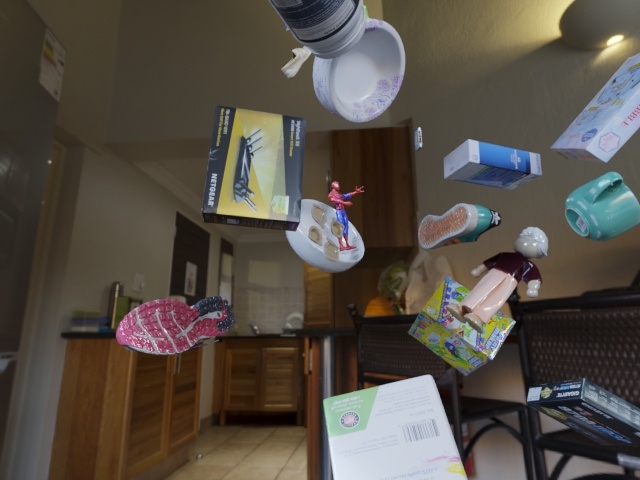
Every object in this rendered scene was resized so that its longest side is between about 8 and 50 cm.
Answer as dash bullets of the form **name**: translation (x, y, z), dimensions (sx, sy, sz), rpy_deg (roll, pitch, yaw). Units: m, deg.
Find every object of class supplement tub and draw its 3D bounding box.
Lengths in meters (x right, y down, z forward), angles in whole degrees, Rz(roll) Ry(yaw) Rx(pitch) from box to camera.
- **supplement tub**: translation (-0.018, -0.571, 0.911), dimensions (0.191, 0.191, 0.272), rpy_deg (-6, -16, 25)

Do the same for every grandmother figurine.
- **grandmother figurine**: translation (0.518, 0.100, 1.125), dimensions (0.207, 0.342, 0.104), rpy_deg (33, -13, 48)

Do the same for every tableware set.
- **tableware set**: translation (0.017, -0.023, 1.188), dimensions (0.020, 0.169, 0.141), rpy_deg (-24, -48, 38)

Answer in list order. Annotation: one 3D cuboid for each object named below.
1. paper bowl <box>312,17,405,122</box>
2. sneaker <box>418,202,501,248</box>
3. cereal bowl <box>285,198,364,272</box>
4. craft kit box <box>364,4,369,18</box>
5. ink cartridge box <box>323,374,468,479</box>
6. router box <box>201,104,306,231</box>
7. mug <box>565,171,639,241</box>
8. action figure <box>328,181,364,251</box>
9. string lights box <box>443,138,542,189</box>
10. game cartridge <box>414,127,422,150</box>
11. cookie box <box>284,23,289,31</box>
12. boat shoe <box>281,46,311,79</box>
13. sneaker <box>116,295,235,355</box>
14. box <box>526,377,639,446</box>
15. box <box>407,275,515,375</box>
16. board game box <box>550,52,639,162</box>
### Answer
- **paper bowl**: translation (0.103, -0.514, 1.210), dimensions (0.284, 0.284, 0.148), rpy_deg (13, 22, -44)
- **sneaker**: translation (0.392, -0.030, 1.164), dimensions (0.121, 0.108, 0.302), rpy_deg (6, -10, -13)
- **cereal bowl**: translation (0.000, 0.000, 1.597), dimensions (0.338, 0.339, 0.141), rpy_deg (11, -50, -38)
- **craft kit box**: translation (0.166, -0.768, 1.615), dimensions (0.060, 0.250, 0.246), rpy_deg (-19, 14, -5)
- **ink cartridge box**: translation (0.137, 0.423, 0.638), dimensions (0.207, 0.354, 0.119), rpy_deg (-15, -43, 6)
- **router box**: translation (-0.169, -0.188, 1.058), dimensions (0.242, 0.309, 0.081), rpy_deg (5, -18, -10)
- **mug**: translation (0.603, -0.075, 0.881), dimensions (0.097, 0.158, 0.129), rpy_deg (-30, 15, 8)
- **action figure**: translation (0.113, -0.110, 1.593), dimensions (0.139, 0.281, 0.091), rpy_deg (-18, -7, 32)
- **string lights box**: translation (0.536, -0.231, 1.257), dimensions (0.259, 0.077, 0.133), rpy_deg (7, -16, -16)
- **game cartridge**: translation (0.405, -0.419, 1.664), dimensions (0.017, 0.083, 0.056), rpy_deg (-3, -5, 1)
- **cookie box**: translation (-0.116, -0.840, 1.480), dimensions (0.040, 0.107, 0.092), rpy_deg (-21, 21, -10)
- **boat shoe**: translation (-0.084, -0.692, 1.508), dimensions (0.059, 0.170, 0.063), rpy_deg (35, -1, -26)
- **sneaker**: translation (-0.319, 0.203, 0.899), dimensions (0.112, 0.121, 0.299), rpy_deg (-31, -18, 20)
- **box**: translation (0.629, 0.399, 0.923), dimensions (0.220, 0.051, 0.175), rpy_deg (29, -29, 0)
- **box**: translation (0.516, 0.331, 1.519), dimensions (0.279, 0.177, 0.290), rpy_deg (36, -23, 18)
- **board game box**: translation (0.799, -0.361, 1.076), dimensions (0.066, 0.318, 0.318), rpy_deg (37, 20, 5)
